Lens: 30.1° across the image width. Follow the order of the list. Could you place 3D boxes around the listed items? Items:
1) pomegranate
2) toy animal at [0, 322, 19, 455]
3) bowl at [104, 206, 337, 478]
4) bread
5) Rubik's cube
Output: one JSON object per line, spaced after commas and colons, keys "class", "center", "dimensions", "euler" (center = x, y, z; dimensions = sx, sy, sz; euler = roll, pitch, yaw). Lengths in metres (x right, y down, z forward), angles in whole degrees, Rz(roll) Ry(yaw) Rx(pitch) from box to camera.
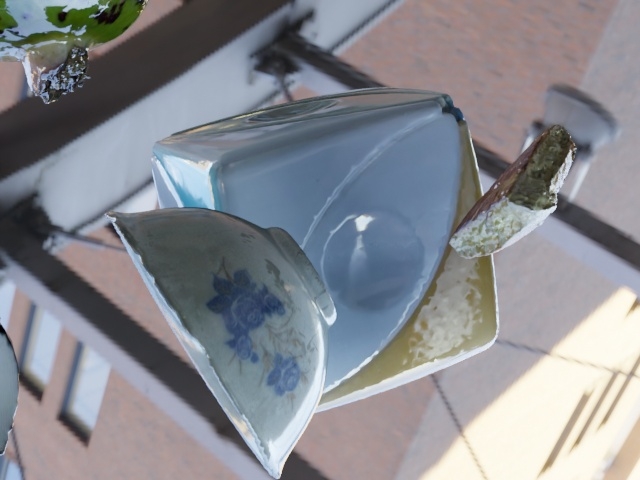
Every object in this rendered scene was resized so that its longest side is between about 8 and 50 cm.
{"class": "pomegranate", "center": [-0.282, -0.273, 1.171], "dimensions": [0.254, 0.254, 0.270], "euler": [-18, -90, -46]}
{"class": "toy animal", "center": [-0.439, 0.152, 1.144], "dimensions": [0.267, 0.212, 0.212], "euler": [-19, -157, 20]}
{"class": "bowl", "center": [-0.072, 0.071, 1.194], "dimensions": [0.146, 0.313, 0.313], "euler": [-31, -132, -9]}
{"class": "bread", "center": [0.168, -0.027, 1.082], "dimensions": [0.054, 0.136, 0.154], "euler": [45, -144, -1]}
{"class": "Rubik's cube", "center": [0.000, 0.000, 1.555], "dimensions": [0.347, 0.352, 0.351], "euler": [-16, -164, -18]}
